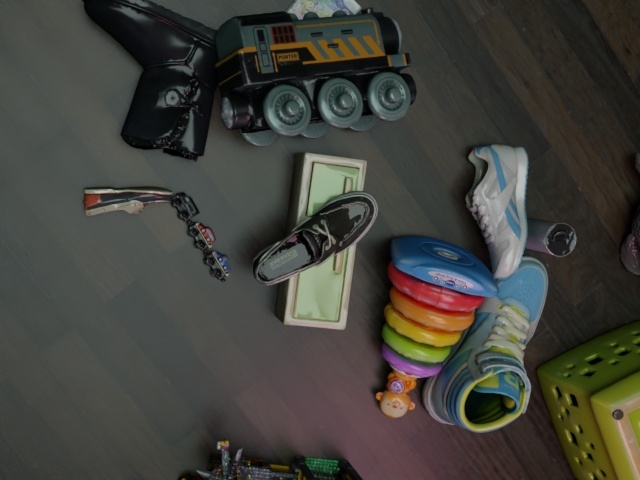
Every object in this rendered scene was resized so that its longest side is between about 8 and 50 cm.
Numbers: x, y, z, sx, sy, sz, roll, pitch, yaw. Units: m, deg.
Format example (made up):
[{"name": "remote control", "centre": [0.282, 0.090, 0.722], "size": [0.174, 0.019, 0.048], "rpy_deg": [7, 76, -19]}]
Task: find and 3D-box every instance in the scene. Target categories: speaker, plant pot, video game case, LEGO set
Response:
[{"name": "speaker", "centre": [0.366, -0.007, 1.618], "size": [0.055, 0.136, 0.055], "rpy_deg": [-1, 95, -13]}, {"name": "plant pot", "centre": [0.530, 0.289, 1.645], "size": [0.228, 0.207, 0.227], "rpy_deg": [-23, 100, -9]}, {"name": "video game case", "centre": [-0.005, -0.357, 1.570], "size": [0.087, 0.011, 0.122], "rpy_deg": [42, 85, -12]}, {"name": "LEGO set", "centre": [-0.062, 0.457, 1.535], "size": [0.331, 0.192, 0.255], "rpy_deg": [17, 91, -13]}]

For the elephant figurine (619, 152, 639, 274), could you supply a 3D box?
[{"name": "elephant figurine", "centre": [0.594, 0.002, 1.678], "size": [0.239, 0.186, 0.169], "rpy_deg": [29, 131, -3]}]

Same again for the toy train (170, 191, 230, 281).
[{"name": "toy train", "centre": [-0.186, -0.006, 1.554], "size": [0.036, 0.027, 0.158], "rpy_deg": [-32, 100, -19]}]

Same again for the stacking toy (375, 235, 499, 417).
[{"name": "stacking toy", "centre": [0.156, 0.158, 1.597], "size": [0.175, 0.166, 0.302], "rpy_deg": [17, 106, -4]}]

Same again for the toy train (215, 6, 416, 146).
[{"name": "toy train", "centre": [-0.005, -0.255, 1.495], "size": [0.334, 0.142, 0.190], "rpy_deg": [-12, 92, -27]}]

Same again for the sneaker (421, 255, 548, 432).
[{"name": "sneaker", "centre": [0.302, 0.175, 1.583], "size": [0.127, 0.208, 0.319], "rpy_deg": [30, 87, -12]}]

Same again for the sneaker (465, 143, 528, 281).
[{"name": "sneaker", "centre": [0.287, -0.046, 1.619], "size": [0.092, 0.087, 0.229], "rpy_deg": [4, 78, -9]}]

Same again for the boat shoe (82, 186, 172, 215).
[{"name": "boat shoe", "centre": [-0.296, -0.061, 1.513], "size": [0.137, 0.049, 0.043], "rpy_deg": [-2, 98, -10]}]

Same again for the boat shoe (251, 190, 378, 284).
[{"name": "boat shoe", "centre": [-0.004, 0.002, 1.479], "size": [0.219, 0.070, 0.078], "rpy_deg": [-35, 96, -2]}]

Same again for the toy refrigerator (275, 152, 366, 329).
[{"name": "toy refrigerator", "centre": [0.000, 0.000, 1.560], "size": [0.102, 0.094, 0.269], "rpy_deg": [7, 93, -13]}]

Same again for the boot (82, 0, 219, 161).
[{"name": "boot", "centre": [-0.265, -0.246, 1.479], "size": [0.246, 0.094, 0.207], "rpy_deg": [19, 87, -19]}]
